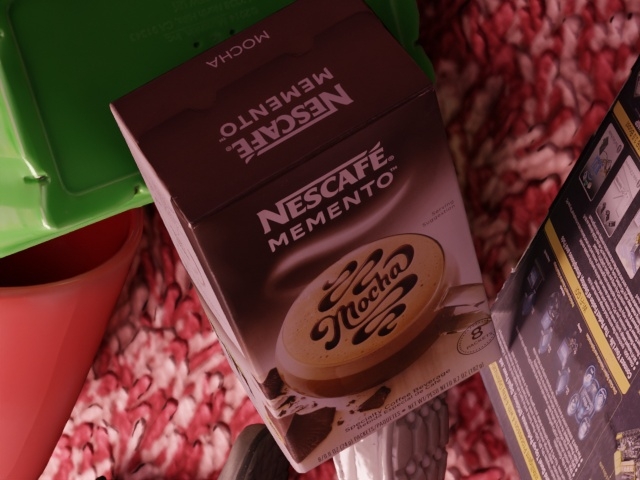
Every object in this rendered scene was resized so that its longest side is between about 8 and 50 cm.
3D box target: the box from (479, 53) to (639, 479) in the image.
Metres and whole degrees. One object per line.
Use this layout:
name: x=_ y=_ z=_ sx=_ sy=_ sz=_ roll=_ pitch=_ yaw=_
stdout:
box: x=0.234 y=0.055 z=1.100 sx=0.097 sy=0.395 sz=0.318 roll=22 pitch=112 yaw=-18

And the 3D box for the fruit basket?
fruit basket: x=-0.142 y=-0.172 z=1.299 sx=0.392 sy=0.392 sz=0.282 roll=-8 pitch=108 yaw=24

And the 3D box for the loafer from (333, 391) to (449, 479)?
loafer: x=0.027 y=0.087 z=1.378 sx=0.111 sy=0.112 sz=0.319 roll=-4 pitch=92 yaw=28

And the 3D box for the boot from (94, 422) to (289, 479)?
boot: x=-0.131 y=0.236 z=1.490 sx=0.161 sy=0.083 sz=0.246 roll=27 pitch=109 yaw=21

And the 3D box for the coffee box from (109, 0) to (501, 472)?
coffee box: x=0.000 y=0.000 z=1.156 sx=0.168 sy=0.297 sz=0.119 roll=-30 pitch=52 yaw=-7

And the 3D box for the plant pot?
plant pot: x=-0.293 y=0.064 z=1.428 sx=0.275 sy=0.275 sz=0.243 roll=25 pitch=120 yaw=16
